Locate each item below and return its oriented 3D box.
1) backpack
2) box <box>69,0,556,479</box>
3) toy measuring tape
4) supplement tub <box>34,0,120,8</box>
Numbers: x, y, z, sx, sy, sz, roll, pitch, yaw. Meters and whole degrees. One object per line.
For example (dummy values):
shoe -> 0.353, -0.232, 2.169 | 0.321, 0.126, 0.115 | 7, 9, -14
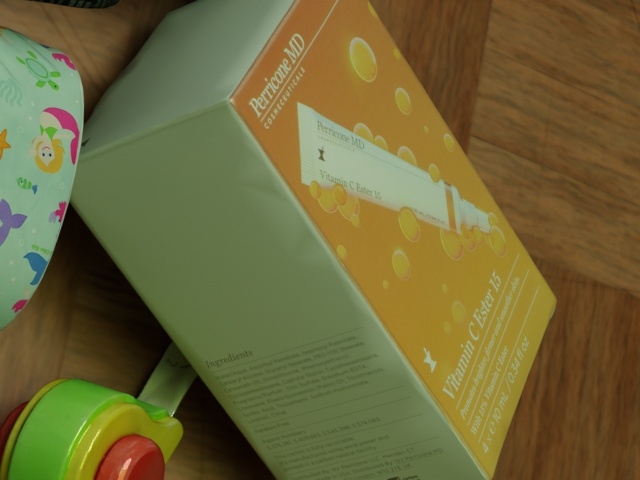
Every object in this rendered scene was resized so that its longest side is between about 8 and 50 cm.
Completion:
backpack -> -0.272, -0.043, 1.202 | 0.191, 0.253, 0.225 | 29, 66, -45
box -> 0.000, 0.000, 1.400 | 0.345, 0.168, 0.215 | 55, 37, -23
toy measuring tape -> -0.141, 0.109, 1.374 | 0.121, 0.121, 0.330 | 44, 57, -21
supplement tub -> -0.260, -0.251, 1.147 | 0.316, 0.193, 0.193 | 7, 77, -13
